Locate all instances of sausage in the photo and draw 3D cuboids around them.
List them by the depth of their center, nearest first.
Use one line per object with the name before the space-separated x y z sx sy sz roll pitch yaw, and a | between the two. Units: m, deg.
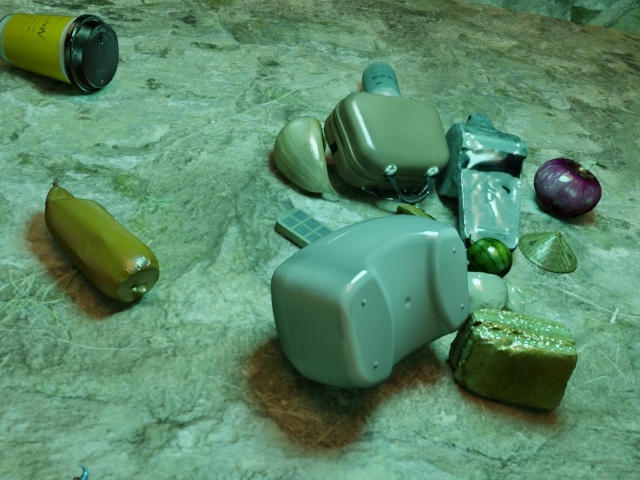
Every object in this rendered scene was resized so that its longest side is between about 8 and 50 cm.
sausage | -0.417 -0.011 1.108 0.328 0.112 0.112 38 43 28

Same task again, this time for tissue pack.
tissue pack | 0.075 0.089 1.035 0.333 0.229 0.236 -25 22 -37

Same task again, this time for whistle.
whistle | 0.400 -0.150 1.483 0.168 0.188 0.405 10 36 -7

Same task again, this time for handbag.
handbag | 0.174 -0.212 1.486 0.302 0.149 0.283 -2 66 -36

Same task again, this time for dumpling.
dumpling | 0.312 0.132 1.199 0.169 0.100 0.134 17 69 -33

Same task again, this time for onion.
onion | 0.650 -0.144 1.601 0.177 0.153 0.177 -1 39 1

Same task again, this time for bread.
bread | 0.335 0.206 1.064 0.196 0.138 0.102 13 27 -1

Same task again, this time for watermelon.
watermelon | 0.360 0.040 1.315 0.109 0.109 0.109 9 38 -7

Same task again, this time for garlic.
garlic | -0.029 -0.209 1.487 0.164 0.145 0.245 31 30 -33

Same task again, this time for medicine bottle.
medicine bottle | 0.186 -0.415 1.813 0.110 0.110 0.352 9 38 -7

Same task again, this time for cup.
cup | -0.680 -0.498 1.578 0.280 0.196 0.196 12 37 10

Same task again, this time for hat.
hat | 0.554 0.005 1.444 0.146 0.067 0.146 10 38 -7

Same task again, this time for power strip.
power strip | 0.000 0.000 1.294 0.227 0.029 0.080 34 41 22

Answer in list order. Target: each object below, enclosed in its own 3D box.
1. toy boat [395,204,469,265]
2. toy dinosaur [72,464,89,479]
toy boat | 0.239 -0.002 1.348 0.088 0.068 0.226 -21 51 -27
toy dinosaur | -0.313 0.327 0.763 0.030 0.047 0.083 17 39 5
